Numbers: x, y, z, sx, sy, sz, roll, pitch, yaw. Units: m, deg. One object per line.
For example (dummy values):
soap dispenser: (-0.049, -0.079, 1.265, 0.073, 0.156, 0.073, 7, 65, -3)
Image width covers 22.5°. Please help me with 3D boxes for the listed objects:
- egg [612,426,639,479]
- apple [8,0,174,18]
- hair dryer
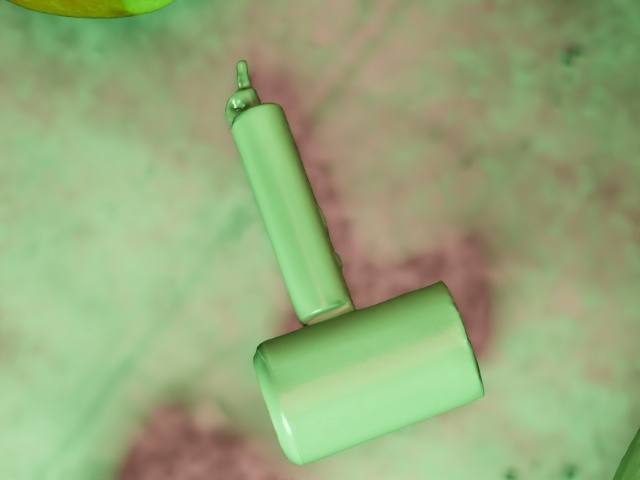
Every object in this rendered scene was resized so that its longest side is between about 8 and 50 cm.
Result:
egg: (0.163, 0.135, 0.368, 0.337, 0.201, 0.337, 5, 81, -31)
apple: (-0.065, -0.122, 0.466, 0.114, 0.102, 0.099, -36, 84, -2)
hair dryer: (0.000, 0.000, 0.485, 0.063, 0.038, 0.124, -20, 75, -2)
